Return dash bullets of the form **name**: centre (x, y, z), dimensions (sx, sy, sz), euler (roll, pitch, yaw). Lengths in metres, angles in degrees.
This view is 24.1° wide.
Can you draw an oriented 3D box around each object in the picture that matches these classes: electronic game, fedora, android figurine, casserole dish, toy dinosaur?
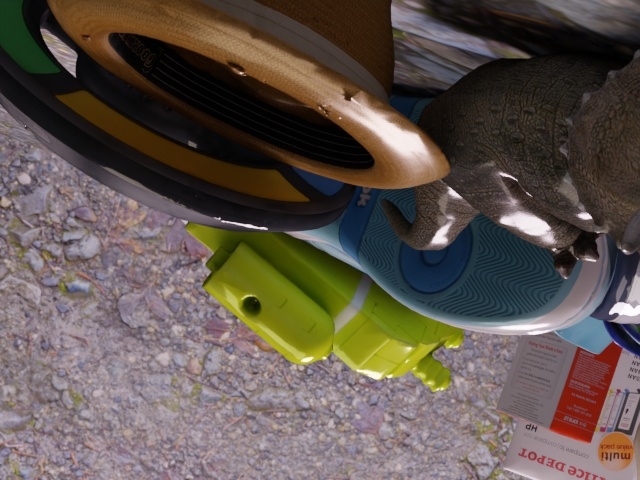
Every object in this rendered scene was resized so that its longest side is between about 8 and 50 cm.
- **electronic game**: centre (-0.082, -0.080, 0.777), dimensions (0.229, 0.048, 0.229), euler (26, -156, -13)
- **fedora**: centre (-0.020, -0.090, 0.641), dimensions (0.194, 0.079, 0.194), euler (23, 172, 3)
- **android figurine**: centre (0.000, 0.000, 1.084), dimensions (0.273, 0.056, 0.248), euler (41, -152, -10)
- **casserole dish**: centre (0.204, 0.031, 1.238), dimensions (0.188, 0.037, 0.114), euler (24, -142, -60)
- **toy dinosaur**: centre (0.119, -0.037, 0.667), dimensions (0.160, 0.121, 0.313), euler (36, 172, -33)

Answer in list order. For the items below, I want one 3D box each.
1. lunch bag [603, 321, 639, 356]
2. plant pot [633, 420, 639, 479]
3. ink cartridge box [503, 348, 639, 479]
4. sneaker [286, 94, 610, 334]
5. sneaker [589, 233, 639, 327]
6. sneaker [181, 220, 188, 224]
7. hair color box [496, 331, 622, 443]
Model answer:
- **lunch bag**: centre (0.287, 0.058, 1.193), dimensions (0.151, 0.096, 0.129), euler (38, -173, 41)
- **plant pot**: centre (0.443, 0.215, 1.254), dimensions (0.334, 0.334, 0.305), euler (23, -173, -43)
- **ink cartridge box**: centre (0.353, 0.195, 1.754), dimensions (0.171, 0.233, 0.168), euler (16, 176, 39)
- **sneaker**: centre (0.103, -0.006, 0.939), dimensions (0.208, 0.127, 0.319), euler (25, -176, -39)
- **sneaker**: centre (0.248, 0.036, 0.921), dimensions (0.153, 0.099, 0.282), euler (13, 168, 19)
- **sneaker**: centre (-0.092, -0.046, 1.620), dimensions (0.091, 0.094, 0.258), euler (25, 175, -6)
- **hair color box**: centre (0.231, 0.094, 1.381), dimensions (0.053, 0.167, 0.093), euler (20, 177, -25)
